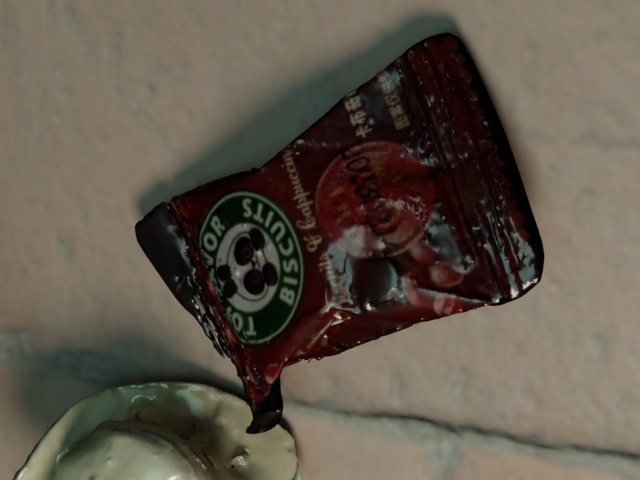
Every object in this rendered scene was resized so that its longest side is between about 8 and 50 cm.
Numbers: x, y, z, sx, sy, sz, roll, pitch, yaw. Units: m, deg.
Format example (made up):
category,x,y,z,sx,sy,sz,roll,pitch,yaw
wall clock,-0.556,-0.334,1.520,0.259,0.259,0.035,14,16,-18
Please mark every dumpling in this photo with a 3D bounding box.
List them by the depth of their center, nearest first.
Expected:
category,x,y,z,sx,sy,sz,roll,pitch,yaw
dumpling,-0.115,0.156,0.667,0.199,0.118,0.136,-32,79,-10

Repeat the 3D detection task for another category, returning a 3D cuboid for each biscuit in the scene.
category,x,y,z,sx,sy,sz,roll,pitch,yaw
biscuit,0.003,0.005,0.605,0.235,0.063,0.151,-31,72,31
